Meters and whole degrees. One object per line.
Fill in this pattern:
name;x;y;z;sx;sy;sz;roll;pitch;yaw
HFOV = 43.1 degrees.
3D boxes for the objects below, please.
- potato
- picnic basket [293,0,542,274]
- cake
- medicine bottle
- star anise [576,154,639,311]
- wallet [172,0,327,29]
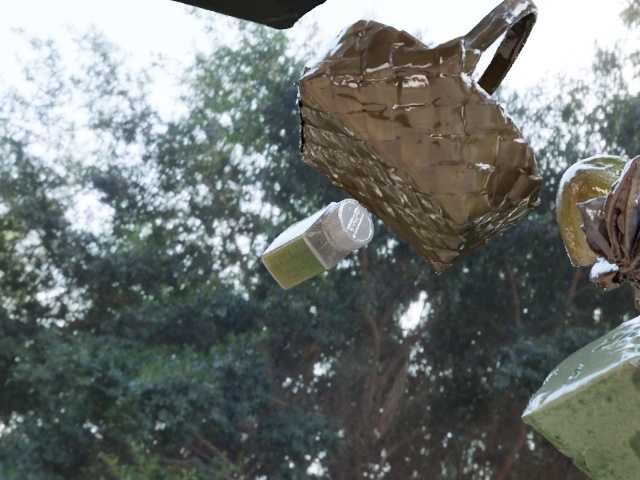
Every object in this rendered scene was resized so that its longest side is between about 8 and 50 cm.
potato;0.417;-0.061;1.217;0.117;0.202;0.182;45;-58;-11
picnic basket;0.164;-0.171;1.034;0.337;0.337;0.293;18;-17;6
cake;0.231;0.163;0.486;0.100;0.099;0.235;-42;-109;35
medicine bottle;0.000;0.000;1.461;0.188;0.132;0.088;-27;-77;42
star anise;0.383;0.008;0.929;0.229;0.093;0.236;11;-40;58
wallet;-0.132;-0.236;0.619;0.321;0.044;0.170;8;-10;-27
